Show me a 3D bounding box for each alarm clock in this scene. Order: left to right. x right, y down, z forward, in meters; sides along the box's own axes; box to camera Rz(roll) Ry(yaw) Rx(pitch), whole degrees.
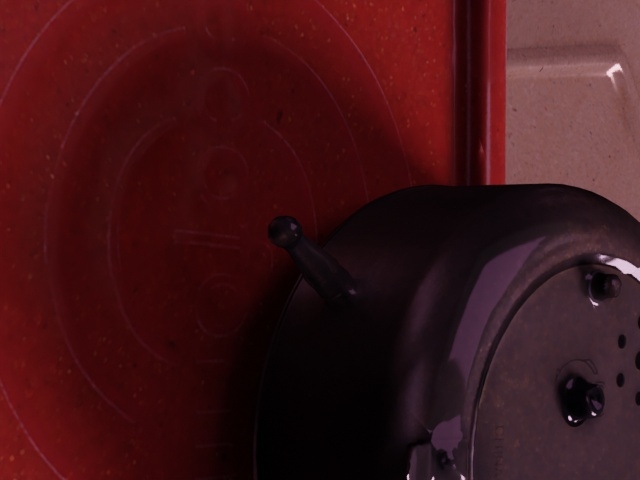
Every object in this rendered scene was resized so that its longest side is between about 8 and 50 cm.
[{"bbox_3d":[0.061,0.050,0.442,0.192,0.064,0.129,1,89,-48],"label":"alarm clock"}]

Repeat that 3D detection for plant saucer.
[{"bbox_3d":[-0.034,0.002,0.420,0.259,0.047,0.259,1,90,-46],"label":"plant saucer"}]

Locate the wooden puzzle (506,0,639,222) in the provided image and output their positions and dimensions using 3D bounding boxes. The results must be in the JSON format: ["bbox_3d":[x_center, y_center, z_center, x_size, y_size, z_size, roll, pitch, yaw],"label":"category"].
[{"bbox_3d":[0.000,0.000,0.545,0.322,0.080,0.348,34,67,-40],"label":"wooden puzzle"}]
